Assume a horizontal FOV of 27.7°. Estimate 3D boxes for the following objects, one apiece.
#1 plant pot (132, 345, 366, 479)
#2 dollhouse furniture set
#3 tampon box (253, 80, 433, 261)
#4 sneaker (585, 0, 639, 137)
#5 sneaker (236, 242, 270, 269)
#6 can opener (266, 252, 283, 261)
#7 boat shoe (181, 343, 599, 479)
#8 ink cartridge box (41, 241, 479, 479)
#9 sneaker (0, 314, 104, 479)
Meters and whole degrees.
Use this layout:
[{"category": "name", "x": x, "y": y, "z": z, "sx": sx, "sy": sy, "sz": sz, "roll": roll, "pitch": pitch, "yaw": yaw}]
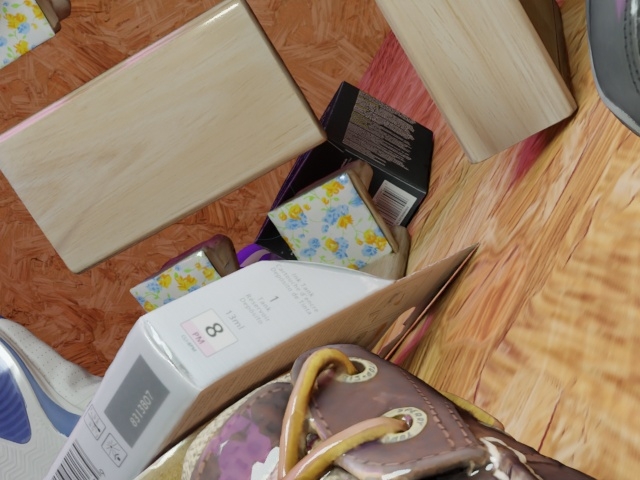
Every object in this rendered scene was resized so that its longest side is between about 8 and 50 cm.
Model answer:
[{"category": "plant pot", "x": -0.055, "y": 0.149, "z": 0.763, "sx": 0.236, "sy": 0.032, "sz": 0.236, "roll": -36, "pitch": -17, "yaw": -13}, {"category": "dollhouse furniture set", "x": -0.049, "y": -0.097, "z": 0.860, "sx": 0.394, "sy": 0.362, "sz": 0.256, "roll": -27, "pitch": 15, "yaw": 18}, {"category": "tampon box", "x": 0.025, "y": -0.048, "z": 1.142, "sx": 0.120, "sy": 0.101, "sz": 0.161, "roll": -58, "pitch": 5, "yaw": 23}, {"category": "sneaker", "x": 0.159, "y": -0.137, "z": 0.339, "sx": 0.267, "sy": 0.101, "sz": 0.106, "roll": -60, "pitch": 8, "yaw": 18}, {"category": "sneaker", "x": -0.065, "y": 0.109, "z": 1.234, "sx": 0.146, "sy": 0.102, "sz": 0.293, "roll": 126, "pitch": 164, "yaw": -54}, {"category": "can opener", "x": 0.000, "y": 0.000, "z": 1.242, "sx": 0.283, "sy": 0.076, "sz": 0.095, "roll": -66, "pitch": -4, "yaw": -55}, {"category": "boat shoe", "x": 0.014, "y": 0.093, "z": 0.359, "sx": 0.123, "sy": 0.123, "sz": 0.342, "roll": -61, "pitch": 5, "yaw": 1}, {"category": "ink cartridge box", "x": -0.036, "y": 0.073, "z": 0.757, "sx": 0.232, "sy": 0.066, "sz": 0.189, "roll": -30, "pitch": -18, "yaw": -44}, {"category": "sneaker", "x": -0.183, "y": 0.162, "z": 1.058, "sx": 0.127, "sy": 0.315, "sz": 0.182, "roll": -59, "pitch": -7, "yaw": 11}]
